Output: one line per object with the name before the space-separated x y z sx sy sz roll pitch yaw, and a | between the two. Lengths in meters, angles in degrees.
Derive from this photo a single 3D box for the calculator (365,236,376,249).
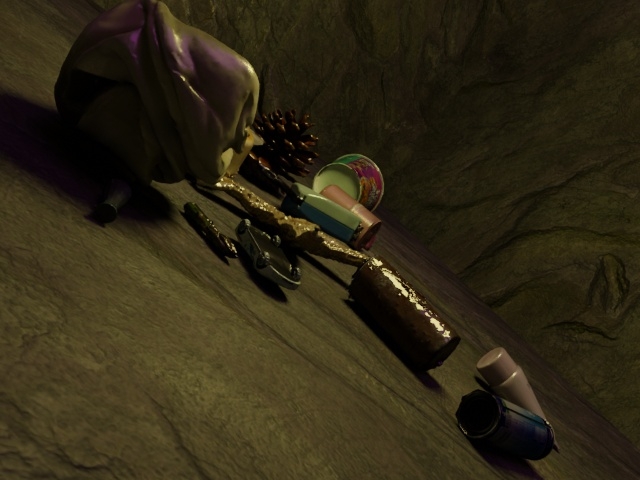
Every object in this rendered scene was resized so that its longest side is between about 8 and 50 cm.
calculator | 0.135 -0.023 2.434 0.126 0.034 0.190 40 16 2

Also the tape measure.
tape measure | -0.061 -0.110 1.883 0.351 0.098 0.215 32 -1 -20

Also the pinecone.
pinecone | -0.120 -0.276 2.051 0.264 0.264 0.264 37 10 -8

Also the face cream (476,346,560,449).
face cream | 0.522 0.411 1.764 0.274 0.096 0.154 52 7 -1

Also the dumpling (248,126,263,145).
dumpling | -0.273 -0.333 1.854 0.293 0.204 0.164 45 -33 53

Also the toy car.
toy car | -0.103 0.031 1.291 0.095 0.056 0.205 30 16 -39

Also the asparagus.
asparagus | -0.199 -0.017 1.237 0.165 0.030 0.036 44 -16 31

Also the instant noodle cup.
instant noodle cup | 0.089 -0.195 2.503 0.251 0.251 0.190 41 19 12

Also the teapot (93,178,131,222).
teapot | -0.310 -0.056 1.006 0.042 0.043 0.111 35 15 -18

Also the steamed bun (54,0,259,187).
steamed bun | -0.303 -0.213 1.164 0.393 0.237 0.347 6 -45 40

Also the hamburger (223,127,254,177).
hamburger | -0.296 -0.267 1.589 0.302 0.170 0.302 46 11 -12

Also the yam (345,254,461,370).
yam | 0.178 0.162 1.506 0.280 0.131 0.131 47 13 32

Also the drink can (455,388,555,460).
drink can | 0.371 0.370 1.349 0.235 0.097 0.097 29 14 -40

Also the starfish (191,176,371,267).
starfish | -0.058 -0.022 1.564 0.324 0.083 0.432 35 3 39

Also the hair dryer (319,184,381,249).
hair dryer | 0.121 -0.074 2.334 0.210 0.125 0.352 40 10 17
